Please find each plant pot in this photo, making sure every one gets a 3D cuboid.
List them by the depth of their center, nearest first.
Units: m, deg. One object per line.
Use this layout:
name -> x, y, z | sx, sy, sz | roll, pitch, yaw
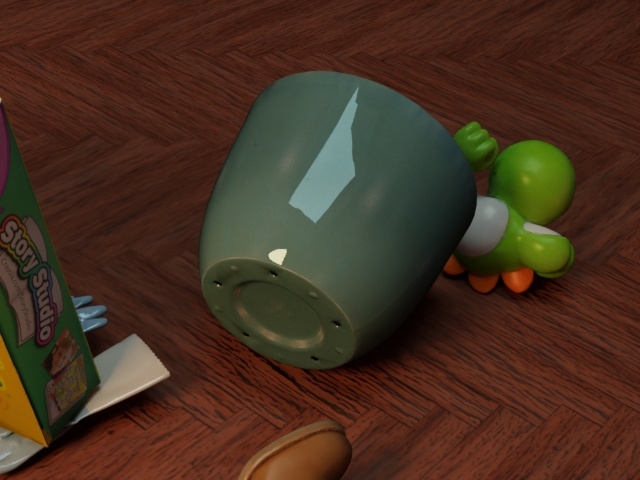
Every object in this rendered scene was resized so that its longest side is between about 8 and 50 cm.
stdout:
plant pot -> 0.000, 0.000, 1.283 | 0.293, 0.293, 0.235 | 17, 53, 16

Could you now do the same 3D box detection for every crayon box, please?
crayon box -> -0.400, 0.005, 1.113 | 0.313, 0.363, 0.106 | 17, 47, 26

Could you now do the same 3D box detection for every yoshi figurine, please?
yoshi figurine -> 0.173, -0.080, 1.478 | 0.362, 0.203, 0.203 | 24, 34, 20

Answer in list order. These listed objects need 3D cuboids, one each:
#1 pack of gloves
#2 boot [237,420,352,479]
pack of gloves -> -0.303, 0.158, 1.234 | 0.232, 0.046, 0.195 | -29, 46, -23
boot -> -0.005, 0.297, 1.004 | 0.220, 0.109, 0.283 | 27, 44, 30
